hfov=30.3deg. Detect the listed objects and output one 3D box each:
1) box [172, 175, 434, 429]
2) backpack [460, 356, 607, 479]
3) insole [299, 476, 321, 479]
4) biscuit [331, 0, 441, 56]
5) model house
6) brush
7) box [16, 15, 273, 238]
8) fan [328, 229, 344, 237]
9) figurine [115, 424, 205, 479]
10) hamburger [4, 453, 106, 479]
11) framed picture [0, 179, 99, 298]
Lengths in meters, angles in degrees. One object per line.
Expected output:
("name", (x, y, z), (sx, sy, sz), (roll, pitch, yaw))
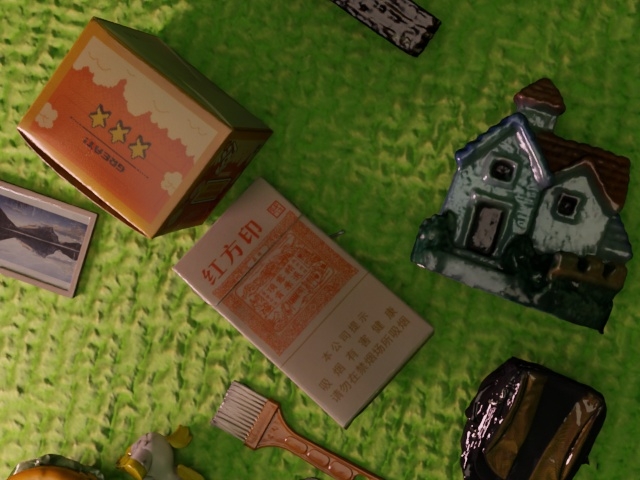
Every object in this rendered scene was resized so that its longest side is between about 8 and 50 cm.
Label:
("box", (-0.028, 0.091, 1.801), (0.365, 0.051, 0.204), (41, 83, 14))
("backpack", (0.308, 0.303, 1.782), (0.206, 0.133, 0.258), (22, 104, -2))
("insole", (0.035, 0.533, 1.898), (0.111, 0.007, 0.327), (-22, 91, 11))
("biscuit", (0.008, -0.411, 1.780), (0.388, 0.107, 0.073), (37, 102, 5))
("model house", (0.323, -0.070, 1.698), (0.295, 0.252, 0.329), (20, 91, 8))
("brush", (-0.023, 0.335, 1.889), (0.314, 0.017, 0.090), (29, 98, 5))
("box", (-0.253, -0.161, 1.751), (0.259, 0.283, 0.214), (41, 100, 4))
("fan", (0.000, 0.000, 1.864), (0.083, 0.004, 0.056), (-24, 89, 10))
("figurine", (-0.248, 0.393, 1.895), (0.130, 0.109, 0.178), (-19, 95, -12))
("hamburger", (-0.420, 0.466, 1.884), (0.246, 0.170, 0.246), (-1, 82, 6))
("framed picture", (-0.477, -0.005, 1.935), (0.203, 0.015, 0.150), (19, 97, 7))
